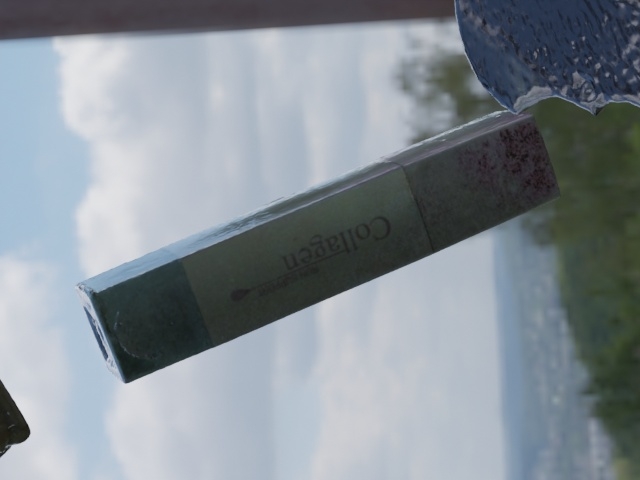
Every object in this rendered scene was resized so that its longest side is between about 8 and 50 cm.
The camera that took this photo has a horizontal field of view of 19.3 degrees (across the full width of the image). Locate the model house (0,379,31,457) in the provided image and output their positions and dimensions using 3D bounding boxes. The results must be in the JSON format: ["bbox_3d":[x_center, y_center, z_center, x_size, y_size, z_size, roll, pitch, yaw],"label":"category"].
[{"bbox_3d":[-0.279,0.097,1.051,0.229,0.188,0.122,41,148,36],"label":"model house"}]

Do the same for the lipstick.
[{"bbox_3d":[0.000,0.000,1.236,0.066,0.317,0.068,70,166,-10],"label":"lipstick"}]

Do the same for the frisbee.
[{"bbox_3d":[0.120,-0.028,0.469,0.187,0.012,0.211,61,150,-4],"label":"frisbee"}]
